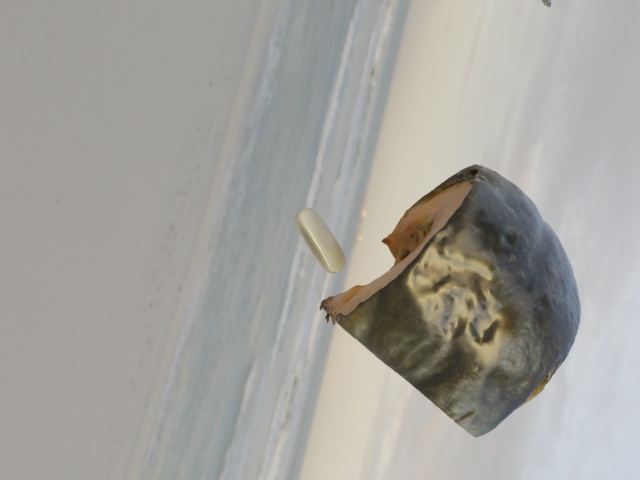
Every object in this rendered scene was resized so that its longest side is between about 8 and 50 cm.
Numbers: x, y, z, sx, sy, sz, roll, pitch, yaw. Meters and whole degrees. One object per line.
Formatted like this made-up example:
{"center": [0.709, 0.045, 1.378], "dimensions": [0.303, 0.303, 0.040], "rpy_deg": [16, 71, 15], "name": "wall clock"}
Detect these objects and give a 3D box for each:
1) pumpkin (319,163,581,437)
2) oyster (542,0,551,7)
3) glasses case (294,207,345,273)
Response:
{"center": [0.170, 0.061, 1.023], "dimensions": [0.303, 0.225, 0.256], "rpy_deg": [-52, -167, -27], "name": "pumpkin"}
{"center": [0.338, -0.402, 1.224], "dimensions": [0.146, 0.045, 0.121], "rpy_deg": [-18, 121, -53], "name": "oyster"}
{"center": [0.000, 0.000, 0.978], "dimensions": [0.032, 0.083, 0.021], "rpy_deg": [-34, -178, -43], "name": "glasses case"}
